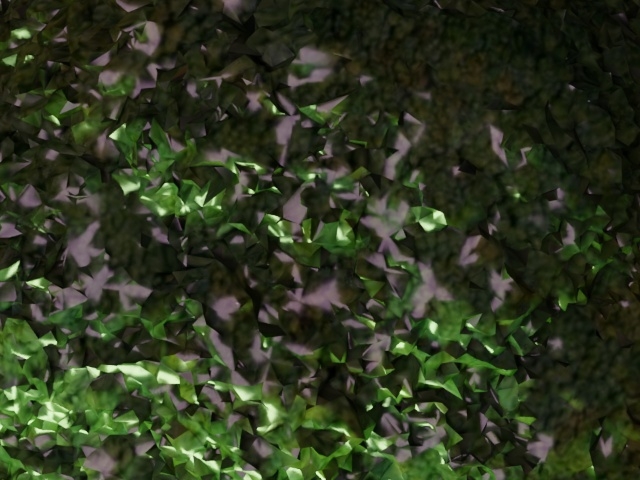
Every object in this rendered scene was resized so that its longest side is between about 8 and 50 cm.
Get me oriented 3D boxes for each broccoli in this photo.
[{"bbox_3d":[0.001,-0.008,0.614,0.413,0.310,0.321,9,106,-11],"label":"broccoli"}]
